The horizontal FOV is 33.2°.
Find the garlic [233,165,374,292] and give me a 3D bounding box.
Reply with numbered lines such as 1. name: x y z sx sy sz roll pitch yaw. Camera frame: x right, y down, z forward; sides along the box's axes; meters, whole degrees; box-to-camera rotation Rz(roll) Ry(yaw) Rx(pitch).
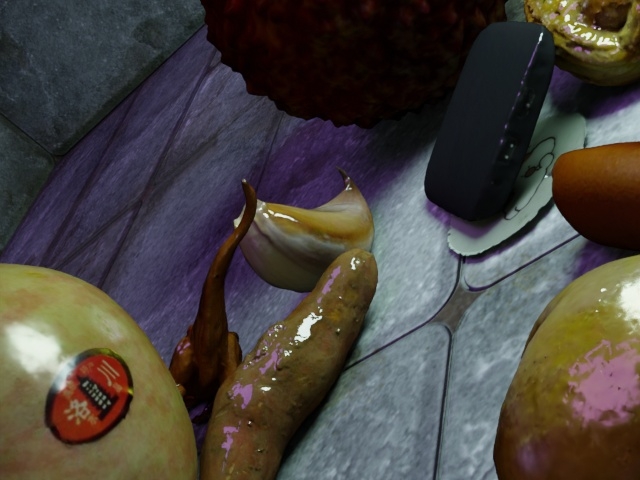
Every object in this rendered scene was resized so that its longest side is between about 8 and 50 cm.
1. garlic: -0.006 0.005 1.258 0.207 0.128 0.115 -19 -43 -52

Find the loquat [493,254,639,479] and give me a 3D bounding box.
1. loquat: 0.189 0.104 0.582 0.213 0.213 0.213 -41 22 21

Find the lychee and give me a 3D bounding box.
1. lychee: 0.046 -0.342 1.380 0.500 0.425 0.424 89 -154 -58

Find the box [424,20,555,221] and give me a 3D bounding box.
1. box: 0.175 -0.128 1.135 0.201 0.042 0.212 -133 59 -72

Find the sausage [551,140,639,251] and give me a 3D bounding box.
1. sausage: 0.272 -0.031 0.801 0.083 0.089 0.300 -61 23 -11

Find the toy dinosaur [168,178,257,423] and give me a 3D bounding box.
1. toy dinosaur: -0.125 0.141 1.217 0.432 0.097 0.208 122 158 -50

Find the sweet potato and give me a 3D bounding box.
1. sweet potato: -0.047 0.154 1.107 0.106 0.095 0.354 -9 44 53

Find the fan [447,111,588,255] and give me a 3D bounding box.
1. fan: 0.233 -0.066 1.045 0.190 0.009 0.329 -57 19 -23

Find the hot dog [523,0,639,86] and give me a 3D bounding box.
1. hot dog: 0.303 -0.271 1.107 0.196 0.122 0.272 -41 20 36

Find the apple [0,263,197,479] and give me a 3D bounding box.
1. apple: -0.309 0.208 1.041 0.391 0.391 0.346 -45 -9 11
